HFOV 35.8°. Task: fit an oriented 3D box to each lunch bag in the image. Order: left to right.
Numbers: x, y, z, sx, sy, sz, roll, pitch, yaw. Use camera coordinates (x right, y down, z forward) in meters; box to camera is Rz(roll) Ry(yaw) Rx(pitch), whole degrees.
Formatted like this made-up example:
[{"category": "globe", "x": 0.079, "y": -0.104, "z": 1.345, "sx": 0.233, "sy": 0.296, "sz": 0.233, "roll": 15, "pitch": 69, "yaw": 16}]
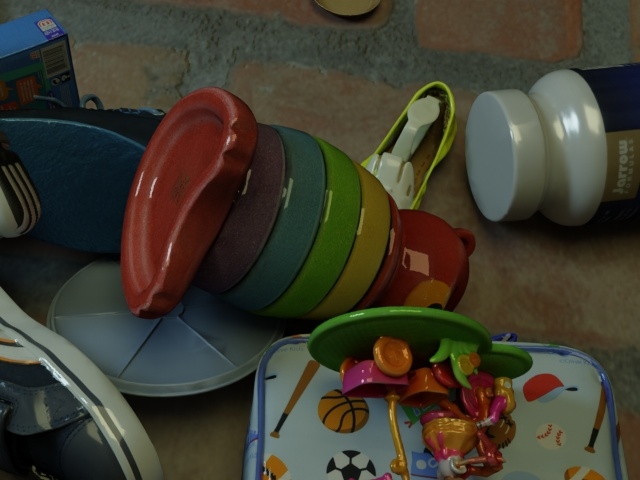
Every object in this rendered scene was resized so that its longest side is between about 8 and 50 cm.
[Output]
[{"category": "lunch bag", "x": 0.091, "y": 0.183, "z": 0.764, "sx": 0.303, "sy": 0.115, "sz": 0.243, "roll": 4, "pitch": 52, "yaw": -3}]

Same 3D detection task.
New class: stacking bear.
[{"category": "stacking bear", "x": 0.000, "y": 0.000, "z": 0.817, "sx": 0.289, "sy": 0.175, "sz": 0.164, "roll": 20, "pitch": 17, "yaw": -28}]

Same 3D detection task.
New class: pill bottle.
[{"category": "pill bottle", "x": 0.285, "y": -0.094, "z": 0.962, "sx": 0.264, "sy": 0.153, "sz": 0.153, "roll": -7, "pitch": 56, "yaw": -12}]

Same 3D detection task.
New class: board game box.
[{"category": "board game box", "x": -0.317, "y": -0.097, "z": 0.881, "sx": 0.210, "sy": 0.160, "sz": 0.047, "roll": -27, "pitch": 55, "yaw": -25}]

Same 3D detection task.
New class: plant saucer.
[{"category": "plant saucer", "x": 0.028, "y": -0.285, "z": 1.151, "sx": 0.083, "sy": 0.015, "sz": 0.083, "roll": 4, "pitch": 54, "yaw": -5}]

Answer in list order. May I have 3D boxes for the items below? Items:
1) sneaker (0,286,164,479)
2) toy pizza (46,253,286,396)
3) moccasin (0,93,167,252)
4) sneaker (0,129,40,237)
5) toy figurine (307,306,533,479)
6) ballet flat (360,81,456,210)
[{"category": "sneaker", "x": -0.259, "y": 0.118, "z": 0.758, "sx": 0.321, "sy": 0.126, "sz": 0.127, "roll": 34, "pitch": 51, "yaw": 30}, {"category": "toy pizza", "x": -0.130, "y": 0.070, "z": 0.846, "sx": 0.201, "sy": 0.032, "sz": 0.201, "roll": 4, "pitch": 34, "yaw": -2}, {"category": "moccasin", "x": -0.158, "y": -0.054, "z": 0.906, "sx": 0.341, "sy": 0.138, "sz": 0.117, "roll": 11, "pitch": 25, "yaw": -21}, {"category": "sneaker", "x": -0.324, "y": -0.086, "z": 0.762, "sx": 0.132, "sy": 0.086, "sz": 0.229, "roll": -26, "pitch": 90, "yaw": 7}, {"category": "toy figurine", "x": 0.074, "y": 0.147, "z": 0.672, "sx": 0.173, "sy": 0.130, "sz": 0.159, "roll": 15, "pitch": 60, "yaw": -25}, {"category": "ballet flat", "x": 0.075, "y": -0.072, "z": 0.965, "sx": 0.077, "sy": 0.077, "sz": 0.231, "roll": 25, "pitch": 55, "yaw": 10}]
